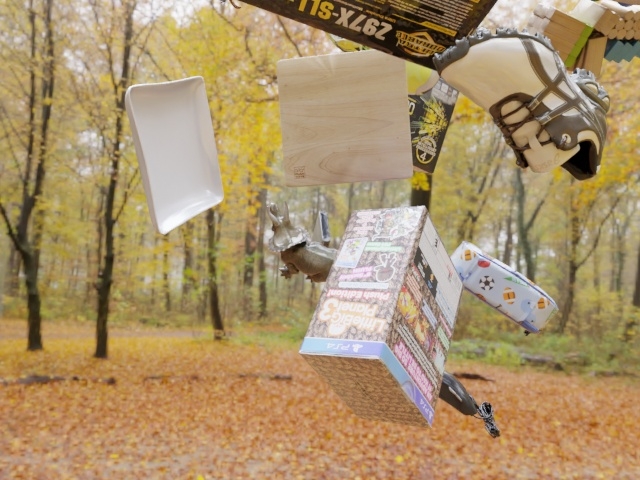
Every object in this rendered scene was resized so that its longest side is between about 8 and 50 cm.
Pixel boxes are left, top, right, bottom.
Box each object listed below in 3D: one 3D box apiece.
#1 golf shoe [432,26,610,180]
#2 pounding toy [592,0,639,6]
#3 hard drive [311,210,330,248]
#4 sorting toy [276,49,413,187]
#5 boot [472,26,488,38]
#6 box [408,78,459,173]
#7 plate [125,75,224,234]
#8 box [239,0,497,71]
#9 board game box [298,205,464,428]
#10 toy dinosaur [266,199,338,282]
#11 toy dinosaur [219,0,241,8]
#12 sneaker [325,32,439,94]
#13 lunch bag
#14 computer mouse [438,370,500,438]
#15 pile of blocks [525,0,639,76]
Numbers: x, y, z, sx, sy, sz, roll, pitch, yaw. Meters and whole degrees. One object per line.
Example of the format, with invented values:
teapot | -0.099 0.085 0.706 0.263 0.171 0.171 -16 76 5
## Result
golf shoe | 0.179 -0.109 0.515 0.198 0.094 0.077 12 -20 -29
pounding toy | 0.593 -0.474 1.111 0.206 0.094 0.181 27 37 32
hard drive | 0.000 0.000 1.591 0.022 0.094 0.135 0 -33 -11
sorting toy | 0.053 -0.244 1.259 0.257 0.256 0.089 -4 2 8
boot | 0.482 -0.515 1.880 0.083 0.247 0.161 3 -30 -26
box | 0.272 -0.436 2.090 0.394 0.318 0.097 18 -2 -34
plate | -0.293 -0.179 1.236 0.045 0.278 0.277 -2 18 19
box | 0.048 -0.330 0.659 0.321 0.079 0.257 16 -21 -9
board game box | 0.119 0.127 1.040 0.141 0.291 0.232 -2 -40 33
toy dinosaur | -0.005 0.046 1.328 0.313 0.121 0.160 31 -11 -6
toy dinosaur | -0.242 -0.606 1.486 0.047 0.082 0.090 -30 -32 8
sneaker | 0.127 -0.472 1.503 0.384 0.145 0.147 40 28 30
lunch bag | 0.467 0.123 1.595 0.303 0.115 0.243 37 6 8
computer mouse | 0.364 0.393 1.607 0.262 0.060 0.184 36 9 4
pile of blocks | 0.564 -0.427 1.255 0.362 0.149 0.113 -10 37 -10
